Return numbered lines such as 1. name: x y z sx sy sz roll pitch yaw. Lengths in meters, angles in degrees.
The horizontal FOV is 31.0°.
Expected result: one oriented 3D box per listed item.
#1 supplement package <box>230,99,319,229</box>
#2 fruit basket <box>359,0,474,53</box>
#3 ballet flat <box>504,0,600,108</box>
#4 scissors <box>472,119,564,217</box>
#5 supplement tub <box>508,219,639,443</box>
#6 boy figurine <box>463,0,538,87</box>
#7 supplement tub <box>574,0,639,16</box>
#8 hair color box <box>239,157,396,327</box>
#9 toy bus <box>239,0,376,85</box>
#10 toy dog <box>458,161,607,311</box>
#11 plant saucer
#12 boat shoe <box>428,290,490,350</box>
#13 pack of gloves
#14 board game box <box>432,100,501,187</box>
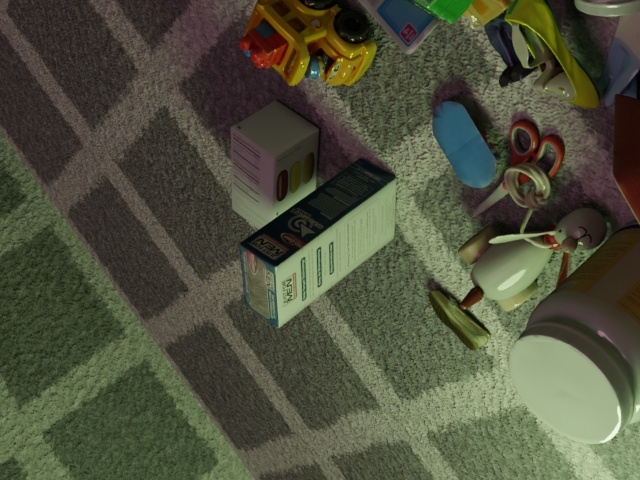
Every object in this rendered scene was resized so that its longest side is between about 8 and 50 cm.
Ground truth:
1. supplement package: -0.099 -0.151 2.466 0.134 0.139 0.244 37 146 27
2. fruit basket: 0.130 -0.507 1.684 0.327 0.165 0.353 -44 76 18
3. ballet flat: 0.342 -0.270 1.737 0.077 0.077 0.231 19 151 56
4. scissors: 0.347 -0.099 2.051 0.109 0.021 0.297 40 145 16
5. supplement tub: 0.476 0.141 1.823 0.241 0.331 0.241 33 144 29
6. boy figurine: 0.258 -0.385 1.806 0.285 0.092 0.177 55 167 -10
7. supplement tub: 0.396 -0.419 1.555 0.144 0.144 0.199 21 136 41
8. hair color box: 0.000 0.000 2.287 0.105 0.347 0.174 32 142 30
9. toy bus: -0.040 -0.360 2.117 0.220 0.211 0.149 46 146 8
10. toy dog: 0.349 0.041 2.040 0.220 0.161 0.333 37 148 12
11. plant saucer: 0.495 -0.062 1.642 0.048 0.258 0.259 -23 114 27
12. boat shoe: 0.284 0.157 2.373 0.153 0.048 0.056 47 161 21
13. pack of gloves: 0.479 -0.223 1.685 0.195 0.046 0.232 50 159 28
14. board game box: 0.266 -0.176 2.067 0.168 0.033 0.133 60 155 4
